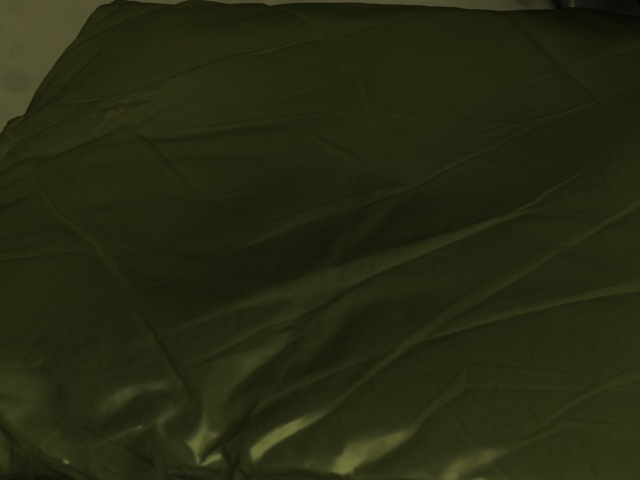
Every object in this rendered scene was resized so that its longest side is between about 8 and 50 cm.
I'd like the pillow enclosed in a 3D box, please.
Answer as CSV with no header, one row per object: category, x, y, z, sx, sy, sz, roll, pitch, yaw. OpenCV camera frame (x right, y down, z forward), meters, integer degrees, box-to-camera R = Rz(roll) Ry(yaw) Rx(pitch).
pillow,0.002,-0.001,0.518,0.274,0.076,0.281,4,32,18

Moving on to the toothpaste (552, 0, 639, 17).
toothpaste,0.083,-0.194,0.682,0.067,0.037,0.255,-19,72,-10
